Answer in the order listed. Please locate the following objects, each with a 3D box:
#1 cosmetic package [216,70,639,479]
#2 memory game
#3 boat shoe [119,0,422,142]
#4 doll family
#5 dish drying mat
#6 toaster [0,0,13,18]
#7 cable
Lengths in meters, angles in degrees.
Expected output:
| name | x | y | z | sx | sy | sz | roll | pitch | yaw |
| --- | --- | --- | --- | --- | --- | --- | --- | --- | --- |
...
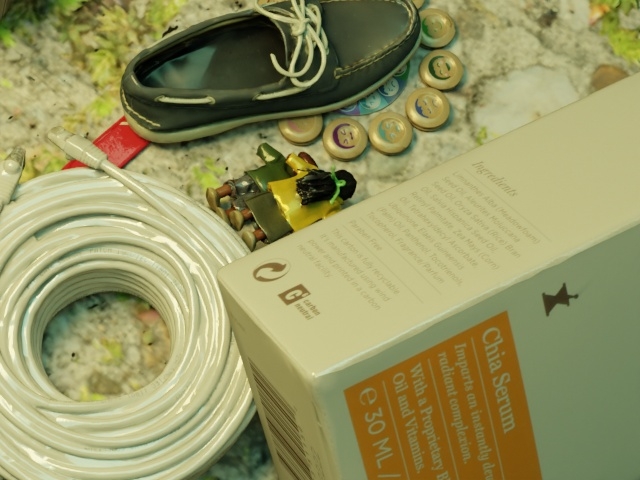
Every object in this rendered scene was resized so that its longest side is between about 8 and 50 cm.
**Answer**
| name | x | y | z | sx | sy | sz | roll | pitch | yaw |
| --- | --- | --- | --- | --- | --- | --- | --- | --- | --- |
| cosmetic package | 0.179 | 0.050 | 1.362 | 0.453 | 0.230 | 0.161 | -26 | 35 | -15 |
| memory game | 0.026 | -0.151 | 1.556 | 0.186 | 0.012 | 0.186 | 2 | 70 | -5 |
| boat shoe | -0.036 | -0.150 | 1.500 | 0.255 | 0.079 | 0.095 | -14 | 71 | -10 |
| doll family | 0.000 | 0.000 | 1.468 | 0.111 | 0.076 | 0.193 | -24 | 79 | -19 |
| dish drying mat | -0.165 | -0.072 | 1.507 | 0.032 | 0.008 | 0.083 | 44 | 71 | 9 |
| toaster | -0.320 | -0.258 | 1.485 | 0.227 | 0.146 | 0.129 | 23 | 68 | 2 |
| cable | -0.163 | 0.074 | 1.411 | 0.257 | 0.089 | 0.257 | 27 | 70 | 3 |
